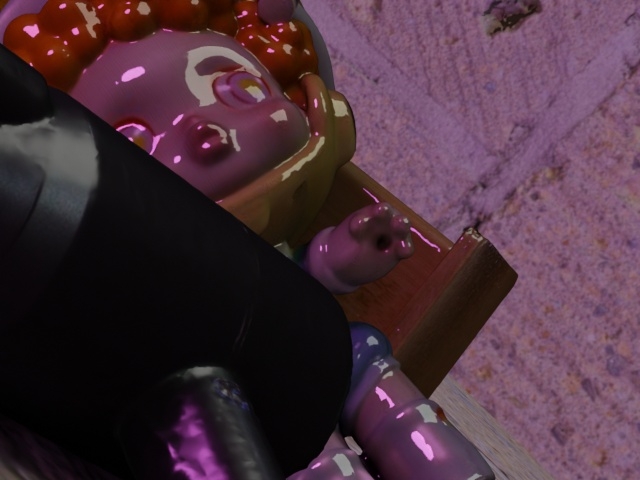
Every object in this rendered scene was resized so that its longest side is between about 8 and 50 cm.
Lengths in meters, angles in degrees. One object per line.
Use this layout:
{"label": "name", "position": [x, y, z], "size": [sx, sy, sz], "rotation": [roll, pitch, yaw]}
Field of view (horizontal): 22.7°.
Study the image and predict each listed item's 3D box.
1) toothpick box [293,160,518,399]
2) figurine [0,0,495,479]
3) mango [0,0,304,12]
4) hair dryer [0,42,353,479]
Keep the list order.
{"label": "toothpick box", "position": [0.000, 0.000, 1.481], "size": [0.308, 0.190, 0.187], "rotation": [39, 2, 21]}
{"label": "figurine", "position": [-0.063, 0.018, 0.898], "size": [0.205, 0.225, 0.381], "rotation": [91, -19, -65]}
{"label": "mango", "position": [-0.159, -0.193, 1.275], "size": [0.445, 0.221, 0.301], "rotation": [51, 27, -24]}
{"label": "hair dryer", "position": [-0.061, 0.070, 0.532], "size": [0.244, 0.116, 0.302], "rotation": [36, 14, -46]}
